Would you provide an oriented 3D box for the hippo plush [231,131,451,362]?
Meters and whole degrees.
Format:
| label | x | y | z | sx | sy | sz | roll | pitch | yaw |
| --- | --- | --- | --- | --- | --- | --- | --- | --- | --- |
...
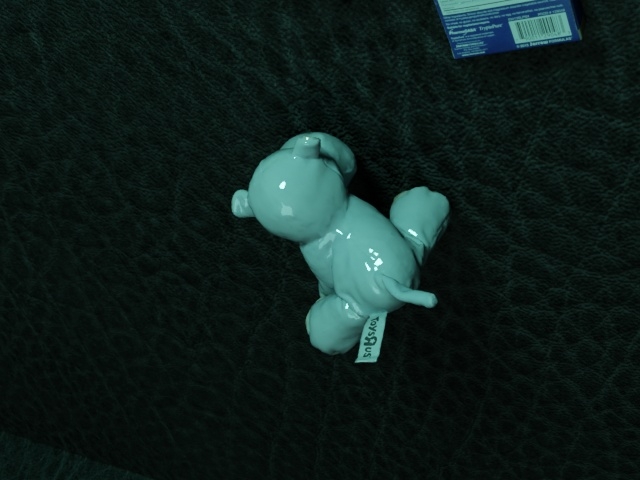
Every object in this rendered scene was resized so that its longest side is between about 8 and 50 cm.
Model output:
| label | x | y | z | sx | sy | sz | roll | pitch | yaw |
| --- | --- | --- | --- | --- | --- | --- | --- | --- | --- |
| hippo plush | 0.000 | 0.000 | 1.135 | 0.236 | 0.294 | 0.234 | 39 | 120 | -7 |

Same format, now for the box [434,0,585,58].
| label | x | y | z | sx | sy | sz | roll | pitch | yaw |
| --- | --- | --- | --- | --- | --- | --- | --- | --- | --- |
| box | 0.159 | -0.280 | 0.880 | 0.136 | 0.037 | 0.225 | -2 | 137 | 30 |
